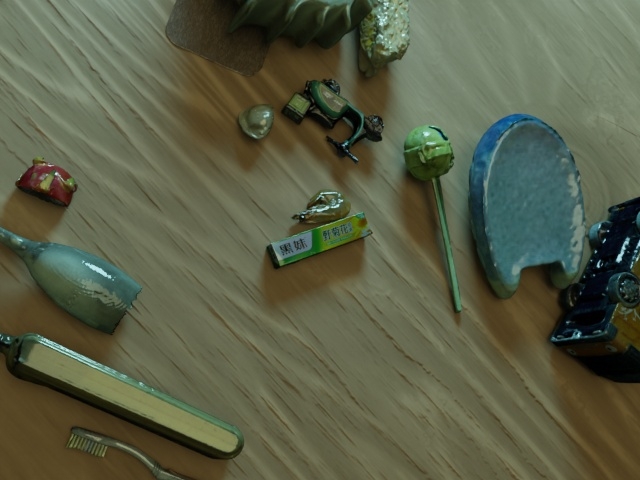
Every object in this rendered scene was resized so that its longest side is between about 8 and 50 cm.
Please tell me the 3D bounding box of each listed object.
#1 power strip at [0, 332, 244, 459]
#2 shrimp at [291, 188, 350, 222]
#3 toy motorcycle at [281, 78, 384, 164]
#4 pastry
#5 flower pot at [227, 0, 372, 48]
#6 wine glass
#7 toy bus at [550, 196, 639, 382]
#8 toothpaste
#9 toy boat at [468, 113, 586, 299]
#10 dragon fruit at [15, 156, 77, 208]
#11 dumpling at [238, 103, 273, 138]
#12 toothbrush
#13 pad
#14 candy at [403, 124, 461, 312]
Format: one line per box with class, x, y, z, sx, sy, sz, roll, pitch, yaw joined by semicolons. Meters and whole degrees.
power strip;-0.292;0.224;1.060;0.387;0.092;0.066;28;68;-11
shrimp;0.000;-0.059;1.259;0.108;0.023;0.059;-7;71;-20
toy motorcycle;0.028;-0.210;1.283;0.173;0.058;0.100;35;77;-8
pastry;0.109;-0.421;1.320;0.089;0.121;0.258;-3;80;-14
flower pot;-0.049;-0.519;1.254;0.254;0.164;0.367;0;83;-23
wine glass;-0.448;0.088;1.031;0.309;0.096;0.264;35;68;-10
toy bus;0.578;0.090;1.352;0.194;0.162;0.323;37;68;-11
toothpaste;0.000;0.000;1.238;0.178;0.037;0.043;-19;86;-22
toy boat;0.363;-0.064;1.353;0.215;0.123;0.330;-11;93;-13
dragon fruit;-0.407;-0.090;1.106;0.083;0.060;0.056;26;75;-10
dumpling;-0.108;-0.204;1.244;0.059;0.043;0.077;12;77;7
toothbrush;-0.196;0.359;1.098;0.375;0.028;0.037;26;77;-12
pad;-0.151;-0.427;1.296;0.176;0.002;0.266;21;72;-13
candy;0.214;-0.037;1.304;0.092;0.093;0.335;-11;89;-7
